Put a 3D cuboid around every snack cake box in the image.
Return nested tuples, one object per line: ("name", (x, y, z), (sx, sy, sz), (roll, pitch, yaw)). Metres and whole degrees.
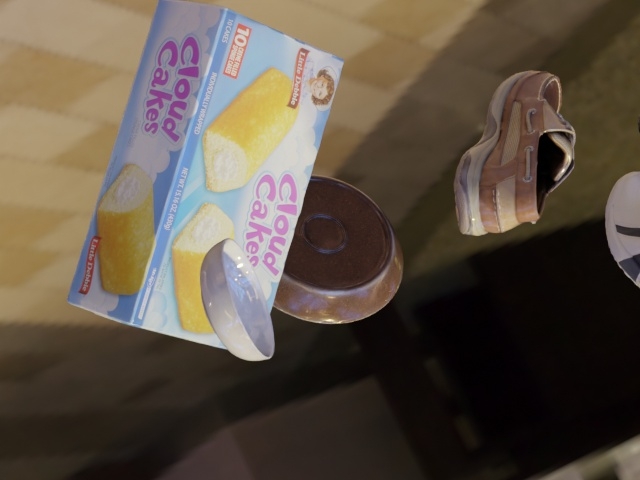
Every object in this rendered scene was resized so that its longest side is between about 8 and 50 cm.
("snack cake box", (-0.092, -0.050, 1.545), (0.089, 0.264, 0.152), (15, 178, 44))

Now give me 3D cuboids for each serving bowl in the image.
("serving bowl", (-0.059, 0.042, 1.222), (0.027, 0.083, 0.083), (-19, 166, 11))

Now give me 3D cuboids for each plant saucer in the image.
("plant saucer", (0.000, 0.000, 1.737), (0.168, 0.168, 0.029), (-18, 153, -28))

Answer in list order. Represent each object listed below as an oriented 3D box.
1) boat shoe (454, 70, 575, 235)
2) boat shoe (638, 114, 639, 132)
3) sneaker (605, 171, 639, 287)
("boat shoe", (0.263, -0.108, 2.340), (0.116, 0.123, 0.324), (1, -143, 23))
("boat shoe", (0.419, -0.131, 1.751), (0.340, 0.127, 0.113), (11, -115, 54))
("sneaker", (0.333, 0.001, 1.659), (0.094, 0.235, 0.153), (3, 141, -14))
